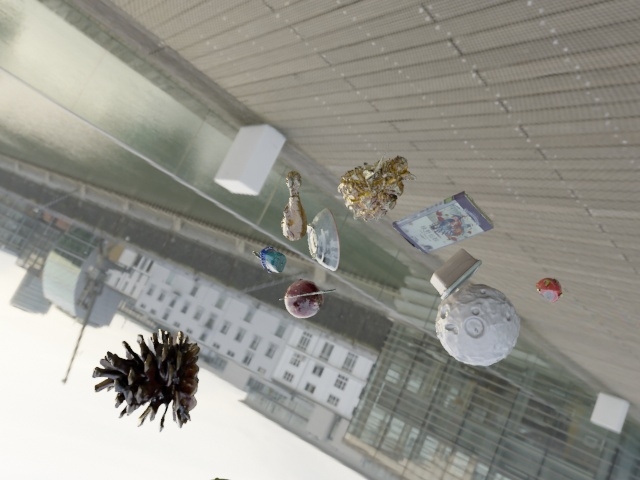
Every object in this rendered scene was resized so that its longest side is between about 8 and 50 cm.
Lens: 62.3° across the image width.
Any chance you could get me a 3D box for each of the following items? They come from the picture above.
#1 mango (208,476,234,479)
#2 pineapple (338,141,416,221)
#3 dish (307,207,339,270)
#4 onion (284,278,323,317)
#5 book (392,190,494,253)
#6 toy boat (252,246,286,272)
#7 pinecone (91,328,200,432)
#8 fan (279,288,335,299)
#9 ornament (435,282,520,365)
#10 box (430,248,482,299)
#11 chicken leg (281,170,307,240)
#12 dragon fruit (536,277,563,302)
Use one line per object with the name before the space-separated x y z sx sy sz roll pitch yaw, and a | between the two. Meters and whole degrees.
mango | -0.323 0.853 1.785 0.178 0.100 0.119 8 -163 -11
pineapple | 0.159 -0.156 1.718 0.158 0.161 0.334 20 148 -35
dish | 0.000 0.000 2.160 0.085 0.261 0.260 -7 176 -15
onion | -0.053 0.241 2.145 0.159 0.160 0.194 32 166 -31
book | 0.337 -0.040 1.462 0.231 0.026 0.157 -25 131 36
toy boat | -0.198 0.061 1.922 0.110 0.091 0.175 17 169 17
pinecone | -0.607 0.490 1.856 0.384 0.385 0.384 24 169 5
fan | -0.028 0.191 1.904 0.226 0.008 0.152 -3 170 -45
ornament | 0.639 0.345 2.167 0.336 0.337 0.337 24 169 5
box | 0.331 0.081 1.309 0.062 0.122 0.089 48 170 18
chicken leg | -0.085 -0.113 1.768 0.087 0.252 0.107 -9 -145 -15
dragon fruit | 0.726 0.153 1.658 0.083 0.060 0.056 37 -157 -1
